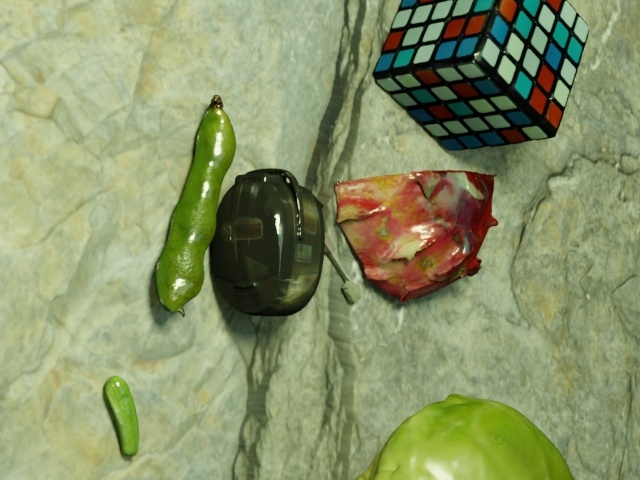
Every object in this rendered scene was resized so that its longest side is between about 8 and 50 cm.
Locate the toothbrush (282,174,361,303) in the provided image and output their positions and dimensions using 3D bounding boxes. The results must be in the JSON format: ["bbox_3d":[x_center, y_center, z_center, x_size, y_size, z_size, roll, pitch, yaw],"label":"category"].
[{"bbox_3d":[0.001,-0.001,1.710,0.017,0.014,0.194,-48,120,-36],"label":"toothbrush"}]

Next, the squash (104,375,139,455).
[{"bbox_3d":[-0.204,0.183,1.479,0.027,0.027,0.089,-27,108,-44],"label":"squash"}]

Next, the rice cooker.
[{"bbox_3d":[-0.056,0.004,1.582,0.106,0.112,0.165,19,74,-49],"label":"rice cooker"}]

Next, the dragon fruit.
[{"bbox_3d":[0.154,-0.004,1.786,0.274,0.126,0.161,1,86,-45],"label":"dragon fruit"}]

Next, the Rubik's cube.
[{"bbox_3d":[0.209,-0.242,1.821,0.182,0.184,0.187,39,59,-36],"label":"Rubik's cube"}]

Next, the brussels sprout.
[{"bbox_3d":[0.157,0.352,1.685,0.344,0.268,0.344,5,79,-23],"label":"brussels sprout"}]

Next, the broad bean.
[{"bbox_3d":[-0.133,-0.037,1.549,0.053,0.052,0.256,75,26,-67],"label":"broad bean"}]
